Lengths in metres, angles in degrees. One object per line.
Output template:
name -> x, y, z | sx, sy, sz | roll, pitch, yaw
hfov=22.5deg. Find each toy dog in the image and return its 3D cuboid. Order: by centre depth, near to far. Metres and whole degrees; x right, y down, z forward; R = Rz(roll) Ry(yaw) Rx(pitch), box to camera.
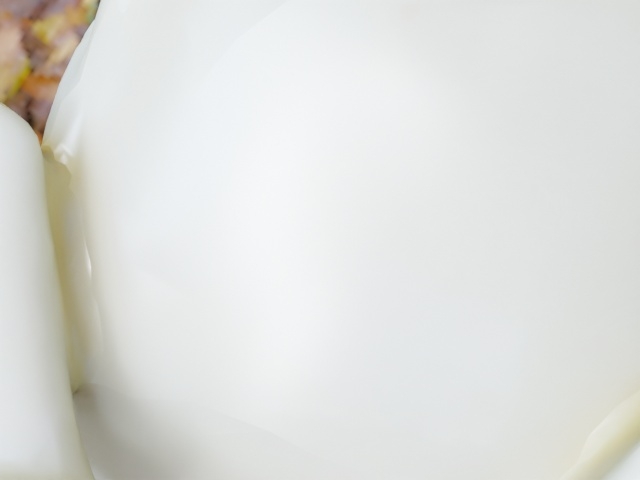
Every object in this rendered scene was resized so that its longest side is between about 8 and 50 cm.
toy dog -> 0.000, 0.000, 0.497 | 0.395, 0.284, 0.408 | -98, 23, -68
